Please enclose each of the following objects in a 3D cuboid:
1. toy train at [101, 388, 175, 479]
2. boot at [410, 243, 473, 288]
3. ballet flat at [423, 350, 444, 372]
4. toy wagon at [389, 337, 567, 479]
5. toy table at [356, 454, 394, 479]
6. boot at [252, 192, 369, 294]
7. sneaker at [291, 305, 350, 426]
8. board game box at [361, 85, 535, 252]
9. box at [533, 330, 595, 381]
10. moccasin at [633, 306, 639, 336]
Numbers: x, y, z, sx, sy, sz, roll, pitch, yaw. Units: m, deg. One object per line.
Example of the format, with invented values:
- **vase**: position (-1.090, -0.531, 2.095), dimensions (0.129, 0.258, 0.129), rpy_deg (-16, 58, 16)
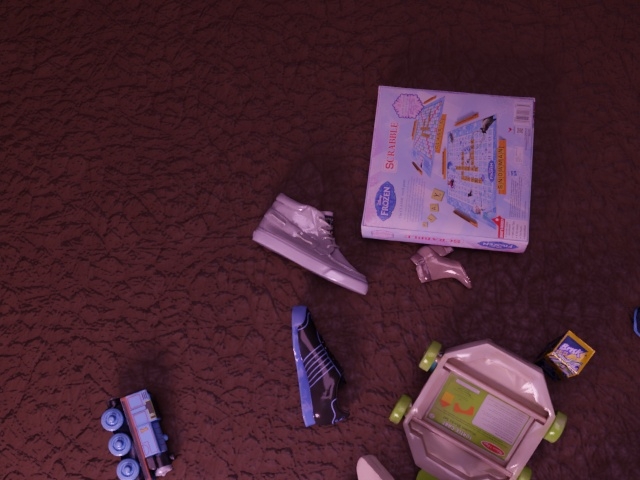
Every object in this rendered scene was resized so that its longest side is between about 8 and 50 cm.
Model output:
- **toy train**: position (-0.342, 0.374, 1.537), dimensions (0.105, 0.080, 0.184), rpy_deg (-20, 74, -7)
- **boot**: position (0.234, 0.059, 1.598), dimensions (0.087, 0.042, 0.118), rpy_deg (-28, 71, 1)
- **ballet flat**: position (0.293, 0.266, 1.525), dimensions (0.221, 0.077, 0.079), rpy_deg (41, 63, 8)
- **toy wagon**: position (0.259, 0.348, 1.465), dimensions (0.267, 0.068, 0.344), rpy_deg (30, 104, 9)
- **toy table**: position (0.121, 0.499, 1.365), dimensions (0.274, 0.252, 0.160), rpy_deg (33, 116, 33)
- **boot**: position (0.000, 0.000, 1.599), dimensions (0.258, 0.095, 0.123), rpy_deg (28, 86, 12)
- **sneaker**: position (-0.002, 0.234, 1.550), dimensions (0.091, 0.081, 0.232), rpy_deg (-8, 81, -1)
- **board game box**: position (0.256, -0.145, 1.621), dimensions (0.318, 0.066, 0.318), rpy_deg (7, 69, 6)
- **box**: position (0.436, 0.211, 1.471), dimensions (0.059, 0.169, 0.054), rpy_deg (40, 81, 12)
- **moccasin**: position (0.756, 0.170, 1.484), dimensions (0.342, 0.117, 0.137), rpy_deg (0, 75, 5)
